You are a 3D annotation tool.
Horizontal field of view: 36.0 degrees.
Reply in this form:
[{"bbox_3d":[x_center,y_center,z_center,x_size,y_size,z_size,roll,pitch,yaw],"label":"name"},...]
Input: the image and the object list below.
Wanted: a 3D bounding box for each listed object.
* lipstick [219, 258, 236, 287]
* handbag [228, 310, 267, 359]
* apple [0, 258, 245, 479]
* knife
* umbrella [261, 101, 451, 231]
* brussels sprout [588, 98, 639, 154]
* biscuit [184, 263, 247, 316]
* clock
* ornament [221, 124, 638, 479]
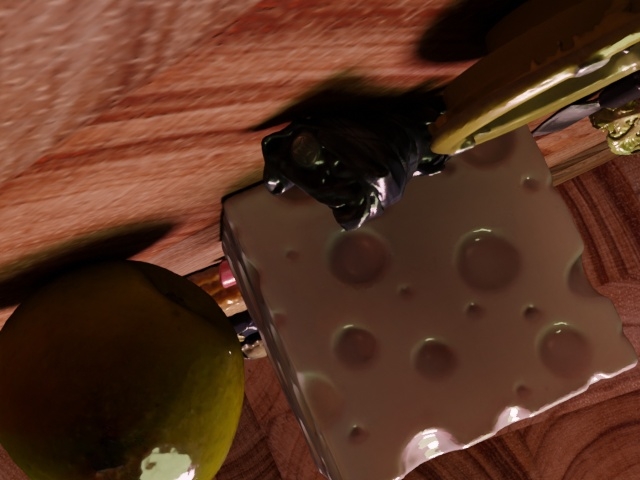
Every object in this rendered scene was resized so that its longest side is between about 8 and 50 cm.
[{"bbox_3d":[0.000,0.000,1.072,0.234,0.053,0.053,-23,175,-2],"label":"lipstick"},{"bbox_3d":[-0.197,0.157,1.436,0.329,0.122,0.303,-26,174,9],"label":"handbag"},{"bbox_3d":[-0.144,0.101,0.722,0.157,0.196,0.196,-56,169,9],"label":"apple"},{"bbox_3d":[0.292,-0.147,1.104,0.060,0.028,0.230,-10,174,-16],"label":"knife"},{"bbox_3d":[0.041,-0.056,0.630,0.224,0.080,0.071,-28,145,-59],"label":"umbrella"},{"bbox_3d":[0.361,-0.146,1.154,0.085,0.085,0.058,-19,170,-47],"label":"brussels sprout"},{"bbox_3d":[-0.180,0.084,1.084,0.378,0.054,0.094,-21,173,-34],"label":"biscuit"},{"bbox_3d":[0.158,-0.119,0.545,0.237,0.057,0.237,-25,177,-1],"label":"clock"},{"bbox_3d":[0.070,0.048,0.829,0.239,0.240,0.239,-23,174,-9],"label":"ornament"}]
